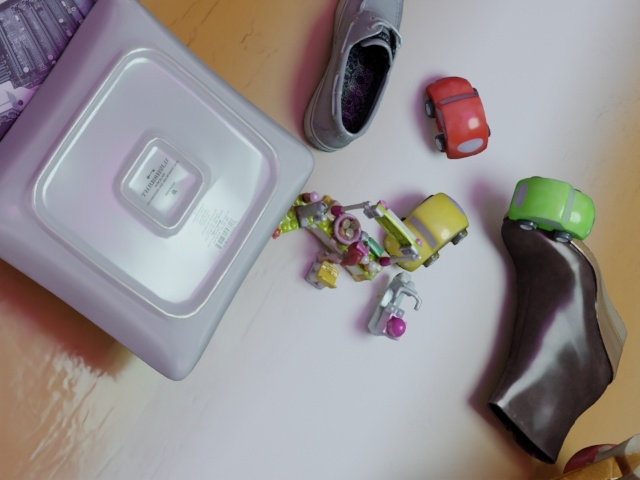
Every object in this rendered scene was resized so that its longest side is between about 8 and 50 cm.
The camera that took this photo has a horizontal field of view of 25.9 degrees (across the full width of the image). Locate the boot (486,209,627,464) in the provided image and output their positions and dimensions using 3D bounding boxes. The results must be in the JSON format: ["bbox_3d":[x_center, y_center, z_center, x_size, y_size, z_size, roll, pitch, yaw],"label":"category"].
[{"bbox_3d":[0.251,0.109,1.601,0.248,0.090,0.207,51,60,-22],"label":"boot"}]

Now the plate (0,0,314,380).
[{"bbox_3d":[-0.155,-0.052,1.297,0.278,0.045,0.277,40,68,-24],"label":"plate"}]

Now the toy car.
[{"bbox_3d":[0.204,-0.059,1.554,0.225,0.053,0.239,17,75,0],"label":"toy car"}]

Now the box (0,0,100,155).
[{"bbox_3d":[-0.320,-0.230,1.277,0.242,0.076,0.307,-27,100,-30],"label":"box"}]

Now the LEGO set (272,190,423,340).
[{"bbox_3d":[0.000,0.000,1.442,0.287,0.107,0.132,23,73,-29],"label":"LEGO set"}]

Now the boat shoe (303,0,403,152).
[{"bbox_3d":[0.053,-0.201,1.510,0.079,0.081,0.227,28,72,-27],"label":"boat shoe"}]

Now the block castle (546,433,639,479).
[{"bbox_3d":[0.303,0.452,1.470,0.303,0.213,0.453,-19,74,-17],"label":"block castle"}]
